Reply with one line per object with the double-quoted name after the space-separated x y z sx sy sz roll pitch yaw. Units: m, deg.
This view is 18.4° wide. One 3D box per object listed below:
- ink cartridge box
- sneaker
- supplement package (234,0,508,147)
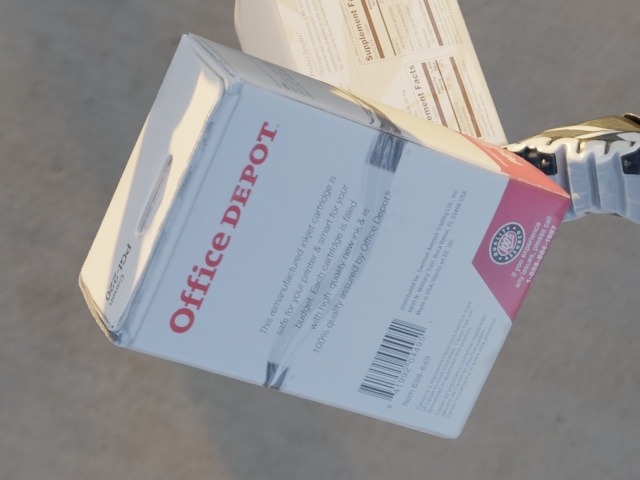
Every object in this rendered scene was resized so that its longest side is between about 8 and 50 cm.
0.000 0.000 1.076 0.218 0.092 0.158 18 104 -28 "ink cartridge box"
0.237 -0.052 1.433 0.234 0.106 0.078 5 116 31 "sneaker"
0.033 -0.130 1.620 0.145 0.204 0.262 -13 67 -10 "supplement package"
